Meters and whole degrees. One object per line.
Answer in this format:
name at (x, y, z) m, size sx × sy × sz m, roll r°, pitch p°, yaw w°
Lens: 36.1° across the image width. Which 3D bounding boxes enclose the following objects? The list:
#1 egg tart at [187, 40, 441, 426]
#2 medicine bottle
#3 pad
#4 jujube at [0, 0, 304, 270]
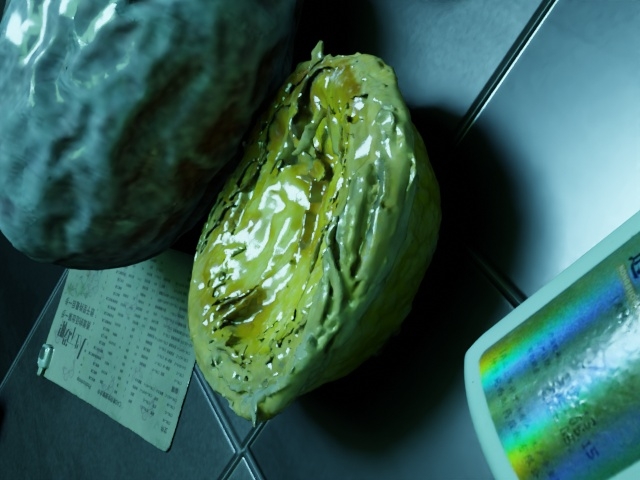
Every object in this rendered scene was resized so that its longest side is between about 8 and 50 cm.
egg tart at (0.000, 0.000, 0.633) m, size 0.232 × 0.098 × 0.252 m, roll -10°, pitch 65°, yaw 54°
medicine bottle at (0.171, 0.039, 0.422) m, size 0.229 × 0.083 × 0.121 m, roll -44°, pitch 44°, yaw 29°
pad at (-0.182, 0.075, 0.883) m, size 0.265 × 0.009 × 0.159 m, roll 13°, pitch 85°, yaw 51°
jujube at (-0.144, -0.119, 0.745) m, size 0.308 × 0.215 × 0.246 m, roll -54°, pitch 24°, yaw 32°
